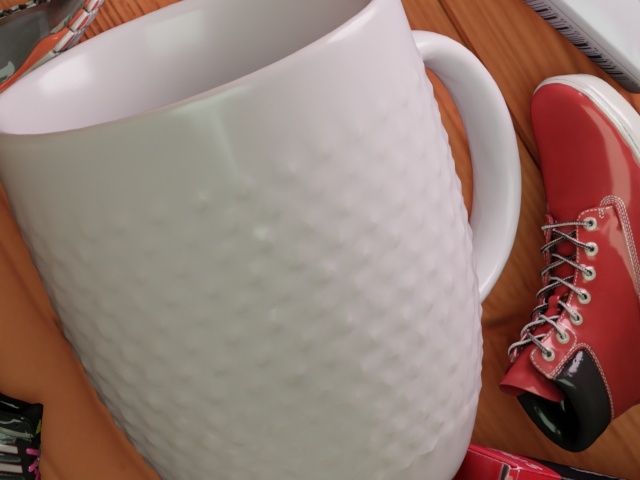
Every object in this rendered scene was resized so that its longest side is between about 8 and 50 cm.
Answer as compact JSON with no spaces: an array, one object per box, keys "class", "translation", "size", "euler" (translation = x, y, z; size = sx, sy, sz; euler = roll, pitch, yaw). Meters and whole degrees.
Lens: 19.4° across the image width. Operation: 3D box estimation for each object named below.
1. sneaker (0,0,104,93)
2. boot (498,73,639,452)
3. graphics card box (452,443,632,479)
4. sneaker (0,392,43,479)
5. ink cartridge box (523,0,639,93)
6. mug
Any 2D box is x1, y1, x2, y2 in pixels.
[{"class":"sneaker","translation":[-0.207,-0.144,1.290],"size":[0.065,0.061,0.158],"euler":[42,86,-3]},{"class":"boot","translation":[0.174,0.016,1.318],"size":[0.176,0.088,0.244],"euler":[-29,102,-35]},{"class":"graphics card box","translation":[0.235,0.292,1.332],"size":[0.371,0.094,0.232],"euler":[15,89,-25]},{"class":"sneaker","translation":[-0.215,0.151,1.309],"size":[0.075,0.063,0.170],"euler":[-36,95,1]},{"class":"ink cartridge box","translation":[0.212,-0.331,1.339],"size":[0.324,0.071,0.330],"euler":[40,84,-10]},{"class":"mug","translation":[0.000,0.000,1.250],"size":[0.374,0.276,0.328],"euler":[-34,114,-35]}]
